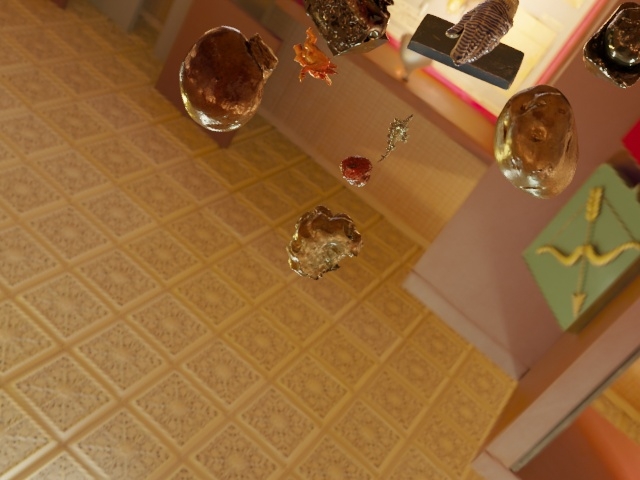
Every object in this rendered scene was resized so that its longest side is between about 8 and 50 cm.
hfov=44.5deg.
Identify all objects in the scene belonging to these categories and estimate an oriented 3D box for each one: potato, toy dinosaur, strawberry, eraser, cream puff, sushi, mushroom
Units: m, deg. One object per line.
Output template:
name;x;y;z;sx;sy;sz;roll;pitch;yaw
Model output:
potato;0.440;-0.188;1.565;0.196;0.176;0.369;60;-164;19
toy dinosaur;-0.008;-0.424;1.878;0.117;0.070;0.288;37;-153;-24
strawberry;0.092;-0.185;2.057;0.096;0.083;0.083;30;-154;-44
eraser;0.411;-0.534;2.200;0.311;0.043;0.144;25;-124;9
toy dinosaur;0.235;-0.323;2.458;0.039;0.209;0.082;5;-134;-31
cream puff;0.000;0.000;1.507;0.121;0.156;0.156;54;-151;-14
sushi;0.097;-0.688;2.306;0.215;0.212;0.227;-19;-89;-40
mushroom;-0.252;-0.444;2.092;0.263;0.283;0.195;53;176;20

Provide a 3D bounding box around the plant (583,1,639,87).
plant;0.676;-0.430;1.741;0.142;0.164;0.256;43;-177;3

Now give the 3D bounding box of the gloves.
gloves;0.377;-0.499;1.822;0.119;0.229;0.097;35;170;12
